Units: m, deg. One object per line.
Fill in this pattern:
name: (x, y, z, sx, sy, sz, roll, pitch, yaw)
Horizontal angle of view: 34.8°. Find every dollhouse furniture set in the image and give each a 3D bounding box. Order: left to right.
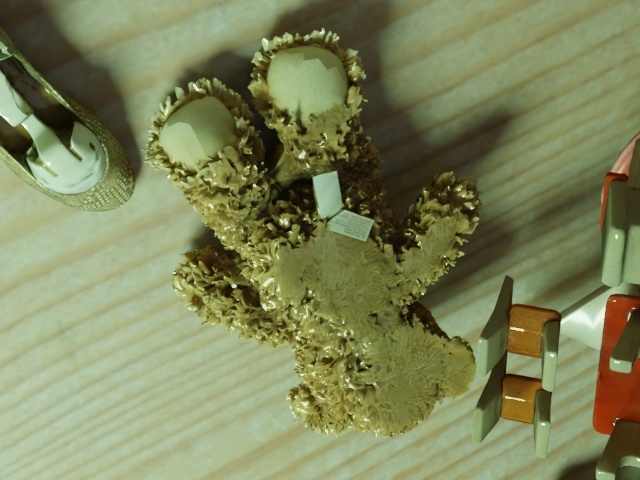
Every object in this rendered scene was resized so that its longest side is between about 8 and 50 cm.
dollhouse furniture set: (0.268, 0.066, 0.810, 0.262, 0.135, 0.259, 9, 126, 18)

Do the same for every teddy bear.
teddy bear: (0.000, 0.000, 0.810, 0.245, 0.113, 0.338, -46, 115, -1)

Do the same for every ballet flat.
ballet flat: (-0.201, -0.080, 0.697, 0.073, 0.067, 0.206, -43, 123, 3)

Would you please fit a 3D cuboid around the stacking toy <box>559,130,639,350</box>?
stacking toy: (0.377, 0.017, 0.872, 0.309, 0.130, 0.279, 32, 120, 6)
